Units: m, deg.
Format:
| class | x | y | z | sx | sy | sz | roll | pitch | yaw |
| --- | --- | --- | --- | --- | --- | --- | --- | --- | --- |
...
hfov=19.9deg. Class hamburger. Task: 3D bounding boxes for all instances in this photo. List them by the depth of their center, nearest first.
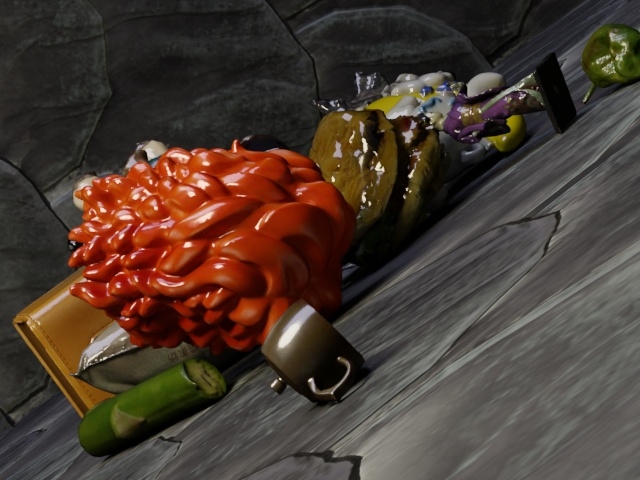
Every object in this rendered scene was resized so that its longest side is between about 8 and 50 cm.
| class | x | y | z | sx | sy | sz | roll | pitch | yaw |
| --- | --- | --- | --- | --- | --- | --- | --- | --- | --- |
| hamburger | 0.041 | -0.064 | 2.119 | 0.183 | 0.130 | 0.206 | 4 | 63 | 60 |

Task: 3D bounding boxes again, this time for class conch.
| class | x | y | z | sx | sy | sz | roll | pitch | yaw |
| --- | --- | --- | --- | --- | --- | --- | --- | --- | --- |
| conch | 0.132 | -0.159 | 2.520 | 0.241 | 0.186 | 0.313 | -12 | 2 | 23 |

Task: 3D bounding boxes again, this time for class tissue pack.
| class | x | y | z | sx | sy | sz | roll | pitch | yaw |
| --- | --- | --- | --- | --- | --- | --- | --- | --- | --- |
| tissue pack | -0.254 | 0.102 | 2.511 | 0.274 | 0.194 | 0.145 | -38 | 4 | -16 |

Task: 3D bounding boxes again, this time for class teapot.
| class | x | y | z | sx | sy | sz | roll | pitch | yaw |
| --- | --- | --- | --- | --- | --- | --- | --- | --- | --- |
| teapot | -0.010 | 0.098 | 1.455 | 0.068 | 0.076 | 0.121 | -46 | 35 | -5 |

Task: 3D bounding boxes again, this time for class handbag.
| class | x | y | z | sx | sy | sz | roll | pitch | yaw |
| --- | --- | --- | --- | --- | --- | --- | --- | --- | --- |
| handbag | -0.158 | 0.108 | 2.155 | 0.270 | 0.117 | 0.182 | -26 | -5 | -1 |

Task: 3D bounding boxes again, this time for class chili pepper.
| class | x | y | z | sx | sy | sz | roll | pitch | yaw |
| --- | --- | --- | --- | --- | --- | --- | --- | --- | --- |
| chili pepper | 0.334 | -0.211 | 2.077 | 0.073 | 0.072 | 0.204 | -38 | 5 | -6 |

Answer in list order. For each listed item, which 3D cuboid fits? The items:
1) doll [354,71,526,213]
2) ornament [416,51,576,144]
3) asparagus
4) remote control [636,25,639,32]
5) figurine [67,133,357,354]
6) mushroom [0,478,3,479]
| class | x | y | z | sx | sy | sz | roll | pitch | yaw |
| --- | --- | --- | --- | --- | --- | --- | --- | --- | --- |
| doll | 0.144 | -0.135 | 2.286 | 0.252 | 0.111 | 0.237 | -32 | 38 | -32 |
| ornament | 0.188 | -0.158 | 2.130 | 0.203 | 0.081 | 0.088 | -8 | 16 | 28 |
| asparagus | -0.188 | 0.181 | 2.012 | 0.067 | 0.060 | 0.278 | -26 | -3 | -41 |
| remote control | 0.461 | -0.283 | 2.100 | 0.233 | 0.038 | 0.098 | -31 | 7 | 43 |
| figurine | -0.125 | -0.016 | 2.008 | 0.306 | 0.241 | 0.412 | -2 | 16 | -8 |
| mushroom | -0.375 | 0.315 | 1.626 | 0.128 | 0.128 | 0.350 | -34 | 1 | 27 |
